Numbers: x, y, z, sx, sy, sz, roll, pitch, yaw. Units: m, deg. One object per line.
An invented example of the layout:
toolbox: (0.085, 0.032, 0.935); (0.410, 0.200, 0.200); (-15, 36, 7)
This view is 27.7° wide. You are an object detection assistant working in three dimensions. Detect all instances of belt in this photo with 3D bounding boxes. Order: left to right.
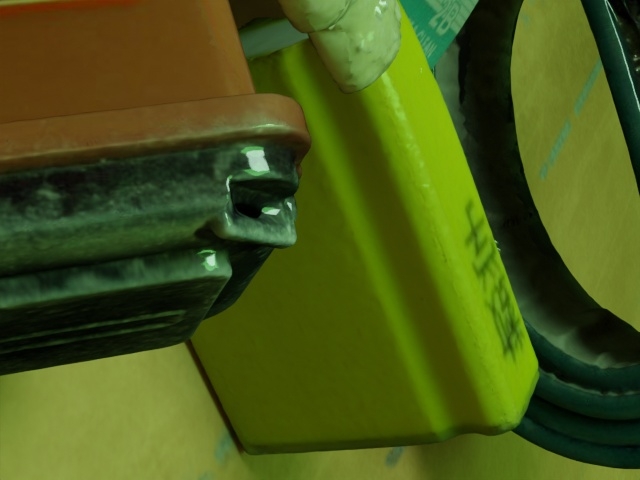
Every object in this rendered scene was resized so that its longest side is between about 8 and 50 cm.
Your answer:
belt: (0.178, -0.081, 0.822); (0.173, 0.300, 0.437); (-1, 80, -63)

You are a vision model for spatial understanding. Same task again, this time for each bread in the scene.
bread: (-0.030, -0.180, 0.457); (0.182, 0.039, 0.251); (51, 19, -65)

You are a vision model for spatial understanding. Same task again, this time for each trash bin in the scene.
trash bin: (-0.111, -0.077, 0.441); (0.184, 0.161, 0.239); (126, -47, -67)

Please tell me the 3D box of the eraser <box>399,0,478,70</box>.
eraser: (0.037, -0.157, 0.665); (0.095, 0.052, 0.225); (-56, 163, 6)

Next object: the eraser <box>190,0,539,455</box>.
eraser: (0.000, 0.000, 0.629); (0.226, 0.158, 0.069); (67, 29, -23)
